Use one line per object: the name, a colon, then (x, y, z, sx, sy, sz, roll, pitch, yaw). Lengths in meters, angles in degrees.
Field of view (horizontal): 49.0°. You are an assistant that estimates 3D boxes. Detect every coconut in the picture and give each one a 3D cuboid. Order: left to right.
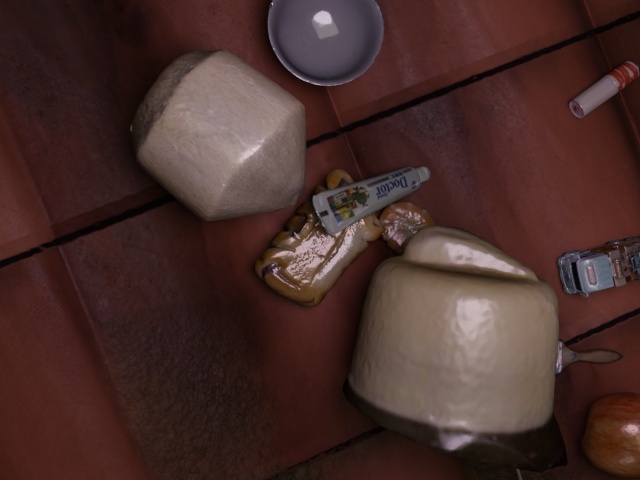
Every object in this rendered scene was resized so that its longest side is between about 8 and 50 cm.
coconut: (-0.137, -0.144, 1.055, 0.266, 0.237, 0.237, 34, 86, -2)

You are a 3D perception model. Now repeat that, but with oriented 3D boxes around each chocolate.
chocolate: (0.220, 0.143, 1.051, 0.326, 0.314, 0.297, 17, 97, -7)

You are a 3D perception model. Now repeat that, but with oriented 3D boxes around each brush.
brush: (0.448, 0.205, 1.252, 0.196, 0.021, 0.070, 2, 89, -11)

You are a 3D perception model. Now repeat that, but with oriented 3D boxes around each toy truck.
toy truck: (0.515, 0.043, 1.212, 0.178, 0.115, 0.080, -14, 93, -7)

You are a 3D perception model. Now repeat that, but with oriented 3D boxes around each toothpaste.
toothpaste: (0.091, -0.076, 1.136, 0.255, 0.037, 0.067, -23, 89, -36)

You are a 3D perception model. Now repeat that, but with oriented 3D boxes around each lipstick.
lipstick: (0.503, -0.268, 1.246, 0.131, 0.038, 0.038, -35, 95, -6)

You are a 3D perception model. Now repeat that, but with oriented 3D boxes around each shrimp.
shrimp: (0.176, 0.009, 1.197, 0.091, 0.043, 0.184, -43, 95, -9)

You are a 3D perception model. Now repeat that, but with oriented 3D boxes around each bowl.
bowl: (0.002, -0.339, 1.148, 0.189, 0.086, 0.189, 0, 91, -10)

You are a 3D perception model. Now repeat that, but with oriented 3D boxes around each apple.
apple: (0.518, 0.333, 1.202, 0.131, 0.146, 0.146, 11, 89, 19)

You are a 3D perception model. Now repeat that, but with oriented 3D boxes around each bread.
bread: (0.000, 0.000, 1.152, 0.134, 0.081, 0.225, 43, 82, -10)

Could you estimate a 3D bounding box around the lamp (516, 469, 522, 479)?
lamp: (0.355, 0.448, 1.238, 0.050, 0.056, 0.198, -18, 104, -9)
